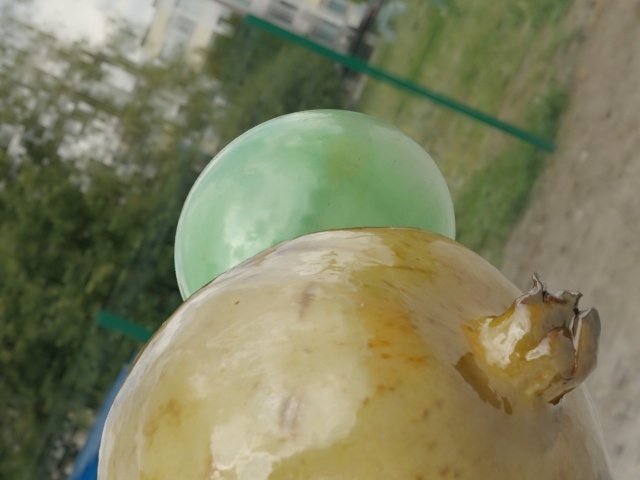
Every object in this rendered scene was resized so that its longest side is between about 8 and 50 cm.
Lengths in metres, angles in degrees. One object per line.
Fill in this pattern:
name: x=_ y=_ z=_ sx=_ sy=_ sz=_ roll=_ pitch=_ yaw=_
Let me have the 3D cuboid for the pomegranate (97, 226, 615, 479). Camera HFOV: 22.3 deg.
pomegranate: x=0.035 y=0.140 z=0.980 sx=0.342 sy=0.342 sz=0.342 roll=-156 pitch=90 yaw=-87

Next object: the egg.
egg: x=0.000 y=0.000 z=1.371 sx=0.270 sy=0.220 sz=0.220 roll=-30 pitch=-25 yaw=-44
